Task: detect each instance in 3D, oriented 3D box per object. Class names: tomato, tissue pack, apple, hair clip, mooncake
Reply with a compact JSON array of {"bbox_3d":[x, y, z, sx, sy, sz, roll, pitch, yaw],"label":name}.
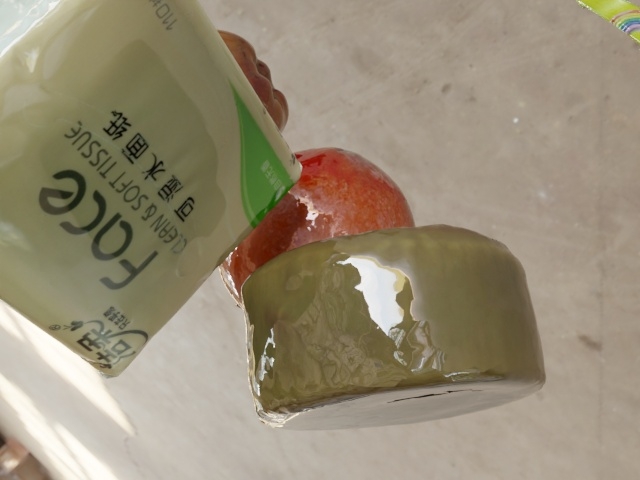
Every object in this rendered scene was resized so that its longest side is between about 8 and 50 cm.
[{"bbox_3d":[0.000,0.000,1.260,0.265,0.265,0.265,33,151,21],"label":"tomato"},{"bbox_3d":[-0.231,-0.098,0.931,0.205,0.332,0.405,38,170,34],"label":"tissue pack"},{"bbox_3d":[-0.168,-0.182,1.323,0.234,0.234,0.234,33,151,21],"label":"apple"},{"bbox_3d":[0.476,-0.345,1.500,0.188,0.060,0.033,43,163,29],"label":"hair clip"},{"bbox_3d":[0.066,0.087,0.919,0.284,0.284,0.155,138,131,-63],"label":"mooncake"}]
